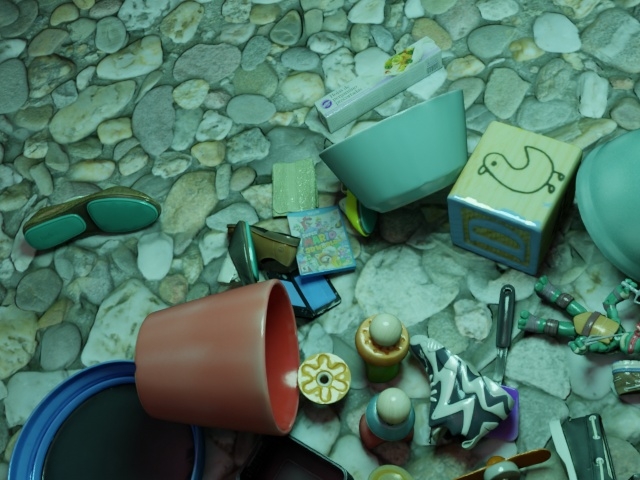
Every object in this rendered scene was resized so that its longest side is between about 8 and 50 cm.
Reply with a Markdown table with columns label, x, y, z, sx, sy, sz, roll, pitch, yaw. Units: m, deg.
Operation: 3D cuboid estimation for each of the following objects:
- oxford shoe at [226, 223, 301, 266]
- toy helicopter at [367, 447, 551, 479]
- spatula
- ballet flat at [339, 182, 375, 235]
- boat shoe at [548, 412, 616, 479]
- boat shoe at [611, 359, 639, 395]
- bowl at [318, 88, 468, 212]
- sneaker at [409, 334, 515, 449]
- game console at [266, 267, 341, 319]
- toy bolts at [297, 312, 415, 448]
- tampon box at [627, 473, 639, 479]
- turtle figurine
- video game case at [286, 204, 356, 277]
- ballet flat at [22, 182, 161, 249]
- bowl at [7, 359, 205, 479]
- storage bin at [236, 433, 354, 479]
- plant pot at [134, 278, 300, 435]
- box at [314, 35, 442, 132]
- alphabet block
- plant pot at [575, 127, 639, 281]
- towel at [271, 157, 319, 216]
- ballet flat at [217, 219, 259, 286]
| label | x | y | z | sx | sy | sz | roll | pitch | yaw |
| --- | --- | --- | --- | --- | --- | --- | --- | --- | --- |
| oxford shoe | -0.135 | 0.007 | 1.480 | 0.212 | 0.076 | 0.076 | 18 | 97 | 43 |
| toy helicopter | 0.251 | 0.430 | 1.114 | 0.355 | 0.140 | 0.235 | 14 | 43 | 8 |
| spatula | 0.336 | 0.218 | 1.277 | 0.084 | 0.030 | 0.296 | 2 | 62 | 23 |
| ballet flat | 0.079 | -0.102 | 1.504 | 0.077 | 0.077 | 0.231 | -16 | 54 | 30 |
| boat shoe | 0.439 | 0.396 | 1.061 | 0.091 | 0.114 | 0.302 | -21 | 40 | 15 |
| boat shoe | 0.602 | 0.248 | 1.180 | 0.183 | 0.066 | 0.066 | -2 | 65 | 24 |
| bowl | 0.168 | -0.162 | 1.366 | 0.311 | 0.311 | 0.163 | -23 | 92 | 1 |
| sneaker | 0.215 | 0.282 | 1.234 | 0.235 | 0.094 | 0.153 | 35 | 83 | 35 |
| game console | -0.035 | 0.096 | 1.418 | 0.071 | 0.107 | 0.122 | -46 | 56 | 20 |
| toy bolts | 0.079 | 0.253 | 1.227 | 0.218 | 0.158 | 0.228 | -15 | 60 | -11 |
| tampon box | 0.555 | 0.444 | 1.055 | 0.120 | 0.101 | 0.161 | -9 | 61 | 9 |
| turtle figurine | 0.487 | 0.151 | 1.229 | 0.234 | 0.118 | 0.175 | 18 | 51 | 39 |
| video game case | 0.000 | 0.000 | 1.471 | 0.119 | 0.015 | 0.166 | -10 | 55 | -6 |
| ballet flat | -0.538 | -0.072 | 1.628 | 0.342 | 0.116 | 0.124 | -16 | 40 | 9 |
| bowl | -0.405 | 0.427 | 1.321 | 0.391 | 0.077 | 0.391 | -6 | 60 | 11 |
| storage bin | -0.043 | 0.430 | 1.224 | 0.180 | 0.084 | 0.122 | 24 | 70 | 25 |
| plant pot | -0.181 | 0.215 | 1.226 | 0.243 | 0.275 | 0.275 | -5 | 60 | 9 |
| box | 0.141 | -0.373 | 1.635 | 0.324 | 0.067 | 0.063 | -32 | 58 | -4 |
| alphabet block | 0.378 | -0.082 | 1.340 | 0.192 | 0.193 | 0.197 | 23 | 69 | 22 |
| plant pot | 0.633 | -0.088 | 1.201 | 0.293 | 0.196 | 0.293 | 9 | 65 | -20 |
| towel | -0.060 | -0.122 | 1.568 | 0.110 | 0.027 | 0.148 | -8 | 60 | 9 |
| ballet flat | -0.153 | 0.098 | 1.387 | 0.096 | 0.095 | 0.280 | -18 | 78 | -5 |
